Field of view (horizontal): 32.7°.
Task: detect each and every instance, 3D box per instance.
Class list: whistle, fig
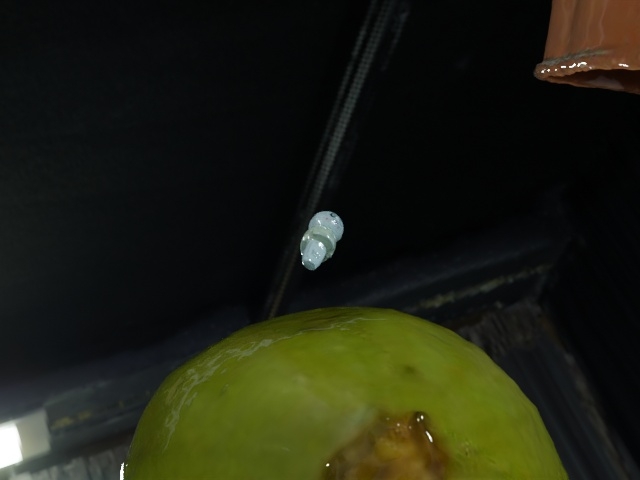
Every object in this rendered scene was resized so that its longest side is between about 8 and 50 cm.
[{"bbox_3d":[0.000,0.000,1.051,0.035,0.035,0.100,-41,11,28],"label":"whistle"},{"bbox_3d":[0.012,0.196,0.718,0.343,0.343,0.343,-21,-27,-11],"label":"fig"}]

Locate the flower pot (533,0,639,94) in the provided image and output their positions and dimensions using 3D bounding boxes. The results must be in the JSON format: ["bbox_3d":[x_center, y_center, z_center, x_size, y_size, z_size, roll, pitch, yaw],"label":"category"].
[{"bbox_3d":[0.181,-0.136,0.390,0.191,0.173,0.190,5,4,0],"label":"flower pot"}]
